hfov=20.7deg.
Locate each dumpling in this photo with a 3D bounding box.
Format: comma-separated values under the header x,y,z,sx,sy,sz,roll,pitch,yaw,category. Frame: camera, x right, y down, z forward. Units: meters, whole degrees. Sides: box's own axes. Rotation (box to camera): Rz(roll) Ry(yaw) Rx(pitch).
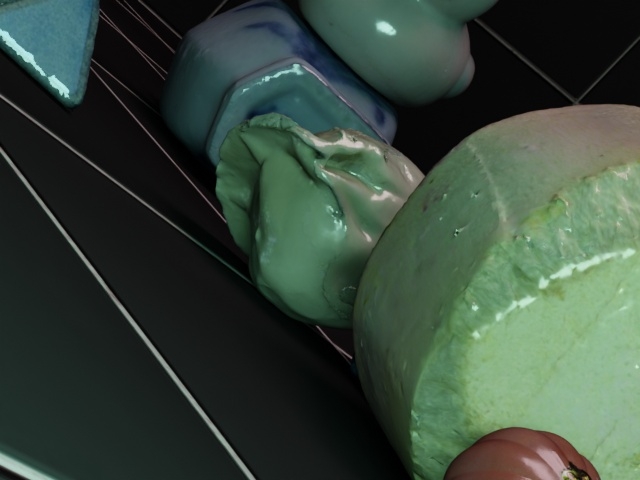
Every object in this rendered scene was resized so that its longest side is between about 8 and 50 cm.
x,y,z,sx,sy,sz,roll,pitch,yaw,category
0.000,0.000,1.294,0.172,0.142,0.247,7,-38,39,dumpling

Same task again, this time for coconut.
x,y,z,sx,sy,sz,roll,pitch,yaw,category
0.173,0.064,1.113,0.297,0.297,0.309,43,9,-15,coconut

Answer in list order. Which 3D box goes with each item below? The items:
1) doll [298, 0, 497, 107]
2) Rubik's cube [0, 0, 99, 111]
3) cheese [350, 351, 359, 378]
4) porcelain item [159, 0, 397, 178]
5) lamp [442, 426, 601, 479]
x,y,z,sx,sy,sz,roll,pitch,yaw,category
0.097,-0.255,1.740,0.221,0.221,0.251,44,9,-3,doll
-0.253,-0.259,1.291,0.228,0.228,0.233,-66,159,-48,Rubik's cube
0.173,0.159,1.338,0.329,0.129,0.217,23,6,-22,cheese
-0.042,-0.129,1.786,0.242,0.178,0.405,42,4,-15,porcelain item
0.108,0.151,0.917,0.107,0.092,0.107,22,57,-38,lamp
